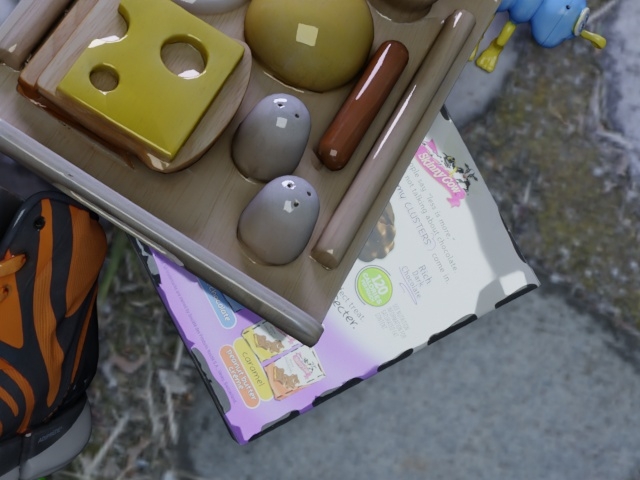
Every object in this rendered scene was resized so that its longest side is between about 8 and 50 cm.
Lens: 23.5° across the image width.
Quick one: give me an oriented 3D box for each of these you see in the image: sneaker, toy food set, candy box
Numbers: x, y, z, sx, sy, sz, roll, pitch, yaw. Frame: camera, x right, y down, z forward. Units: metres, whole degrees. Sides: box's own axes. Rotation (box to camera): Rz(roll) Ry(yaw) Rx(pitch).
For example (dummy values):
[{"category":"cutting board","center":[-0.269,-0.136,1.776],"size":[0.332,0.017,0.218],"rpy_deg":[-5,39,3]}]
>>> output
[{"category":"sneaker","center":[-0.212,0.055,0.737],"size":[0.124,0.321,0.180],"rpy_deg":[18,112,17]},{"category":"toy food set","center":[-0.029,-0.120,0.791],"size":[0.219,0.092,0.306],"rpy_deg":[32,59,-2]},{"category":"candy box","center":[0.000,0.000,0.891],"size":[0.196,0.070,0.165],"rpy_deg":[-27,89,-7]}]

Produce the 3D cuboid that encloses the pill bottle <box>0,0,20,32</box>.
[{"category":"pill bottle","center":[-0.247,-0.088,0.828],"size":[0.153,0.153,0.265],"rpy_deg":[30,83,-3]}]

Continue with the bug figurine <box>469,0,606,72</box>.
[{"category":"bug figurine","center":[0.119,-0.254,0.922],"size":[0.216,0.072,0.279],"rpy_deg":[27,84,-4]}]

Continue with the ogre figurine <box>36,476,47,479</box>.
[{"category":"ogre figurine","center":[-0.160,0.207,0.851],"size":[0.197,0.097,0.118],"rpy_deg":[45,64,-16]}]
